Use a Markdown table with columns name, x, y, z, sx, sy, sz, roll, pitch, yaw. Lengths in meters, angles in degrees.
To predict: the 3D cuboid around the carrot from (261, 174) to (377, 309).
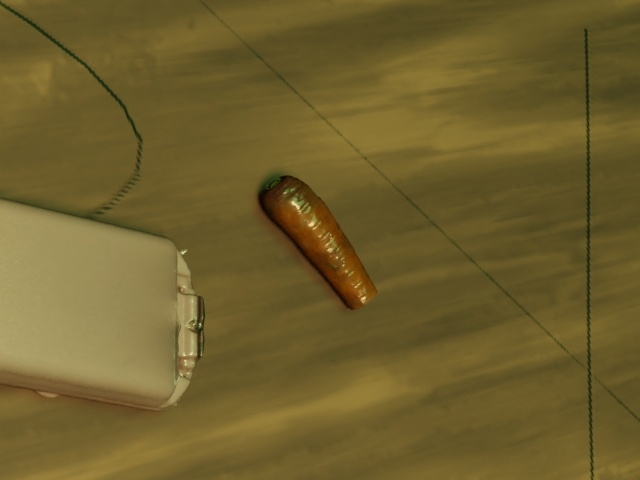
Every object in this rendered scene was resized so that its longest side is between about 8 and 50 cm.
| name | x | y | z | sx | sy | sz | roll | pitch | yaw |
| --- | --- | --- | --- | --- | --- | --- | --- | --- | --- |
| carrot | 0.000 | 0.000 | 1.104 | 0.093 | 0.032 | 0.032 | 52 | 49 | -13 |

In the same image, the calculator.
| name | x | y | z | sx | sy | sz | roll | pitch | yaw |
| --- | --- | --- | --- | --- | --- | --- | --- | --- | --- |
| calculator | -0.136 | 0.033 | 0.978 | 0.175 | 0.032 | 0.100 | 14 | 63 | -34 |
